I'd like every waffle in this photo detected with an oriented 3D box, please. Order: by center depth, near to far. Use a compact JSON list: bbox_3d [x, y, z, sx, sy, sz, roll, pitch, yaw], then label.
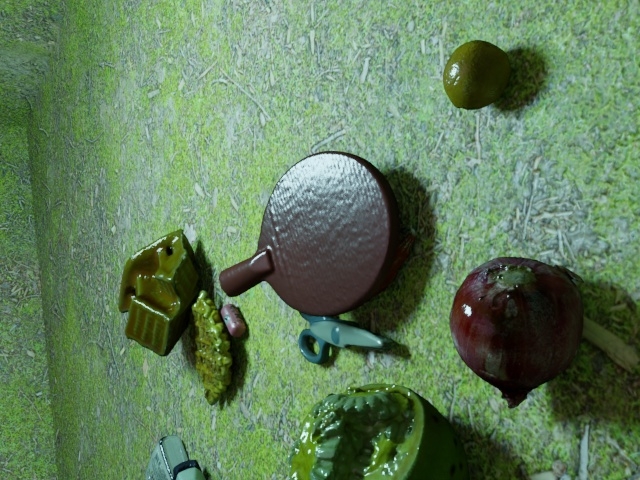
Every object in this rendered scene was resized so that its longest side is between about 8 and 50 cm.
[{"bbox_3d":[-0.265,0.249,1.673,0.238,0.058,0.243,61,146,35],"label":"waffle"}]

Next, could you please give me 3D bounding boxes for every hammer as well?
[{"bbox_3d":[-0.195,0.178,1.594,0.083,0.043,0.043,59,135,41],"label":"hammer"}]

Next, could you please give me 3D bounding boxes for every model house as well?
[{"bbox_3d":[-0.392,0.138,1.749,0.239,0.173,0.268,-114,35,-51],"label":"model house"}]

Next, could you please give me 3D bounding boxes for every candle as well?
[{"bbox_3d":[0.107,0.037,1.140,0.162,0.053,0.048,-52,5,36],"label":"candle"}]

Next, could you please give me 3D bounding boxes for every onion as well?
[{"bbox_3d":[0.231,0.118,0.852,0.159,0.159,0.195,39,142,51],"label":"onion"}]

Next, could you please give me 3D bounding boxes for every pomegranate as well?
[{"bbox_3d":[0.066,0.352,0.978,0.260,0.260,0.341,-24,39,54],"label":"pomegranate"}]

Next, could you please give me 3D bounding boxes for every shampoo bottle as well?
[{"bbox_3d":[-0.273,0.608,1.594,0.359,0.078,0.134,-142,39,-67],"label":"shampoo bottle"},{"bbox_3d":[-0.422,0.652,1.910,0.153,0.071,0.284,61,139,34],"label":"shampoo bottle"}]

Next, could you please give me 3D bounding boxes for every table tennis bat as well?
[{"bbox_3d":[-0.032,0.010,1.208,0.414,0.051,0.268,-28,72,40],"label":"table tennis bat"}]

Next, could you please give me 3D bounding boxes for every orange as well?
[{"bbox_3d":[0.206,-0.218,0.950,0.085,0.085,0.095,61,141,37],"label":"orange"}]

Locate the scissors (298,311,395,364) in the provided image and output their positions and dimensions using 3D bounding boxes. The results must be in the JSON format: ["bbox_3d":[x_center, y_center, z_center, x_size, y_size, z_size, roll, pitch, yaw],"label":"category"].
[{"bbox_3d":[0.036,0.162,1.240,0.289,0.041,0.138,1,92,61],"label":"scissors"}]

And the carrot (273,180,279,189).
[{"bbox_3d":[0.000,0.000,1.271,0.102,0.101,0.263,-49,56,44],"label":"carrot"}]
